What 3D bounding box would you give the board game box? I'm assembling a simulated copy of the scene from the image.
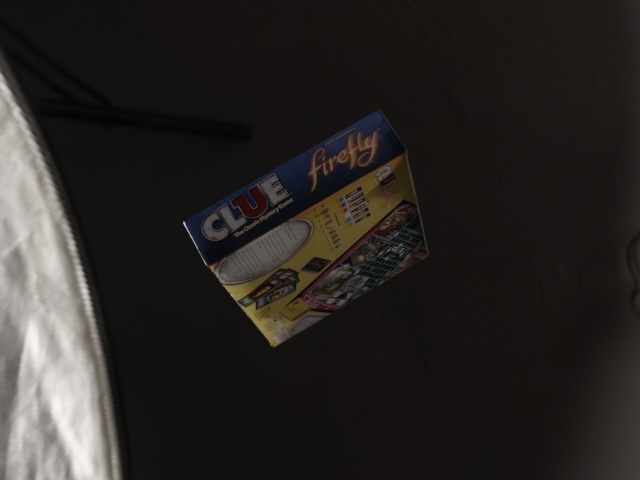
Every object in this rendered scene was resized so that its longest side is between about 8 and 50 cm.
[{"bbox_3d":[0.000,0.000,0.959,0.165,0.243,0.042,-30,69,-2],"label":"board game box"}]
